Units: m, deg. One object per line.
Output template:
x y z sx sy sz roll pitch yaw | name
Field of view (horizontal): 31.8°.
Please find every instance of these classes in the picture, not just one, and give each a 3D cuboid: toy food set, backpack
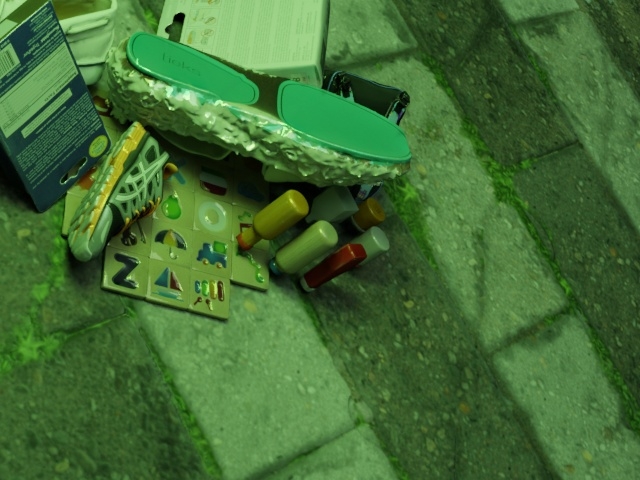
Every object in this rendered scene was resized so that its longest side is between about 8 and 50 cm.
0.000 0.000 1.513 0.232 0.104 0.111 -4 64 -59 | toy food set
0.030 -0.147 1.595 0.158 0.117 0.173 10 94 -41 | backpack

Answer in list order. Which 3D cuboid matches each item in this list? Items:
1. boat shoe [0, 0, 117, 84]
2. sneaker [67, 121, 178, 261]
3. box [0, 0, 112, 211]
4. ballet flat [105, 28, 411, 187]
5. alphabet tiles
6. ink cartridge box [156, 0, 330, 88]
-0.373 -0.262 1.288 0.136 0.157 0.367 41 30 28 | boat shoe
-0.235 -0.053 1.356 0.083 0.084 0.215 38 47 -19 | sneaker
-0.327 -0.152 1.295 0.036 0.225 0.136 22 57 31 | box
-0.086 -0.151 1.461 0.408 0.147 0.147 21 52 -10 | ballet flat
-0.192 -0.069 1.460 0.285 0.011 0.343 16 56 -28 | alphabet tiles
-0.107 -0.282 1.564 0.232 0.066 0.189 -4 49 11 | ink cartridge box
